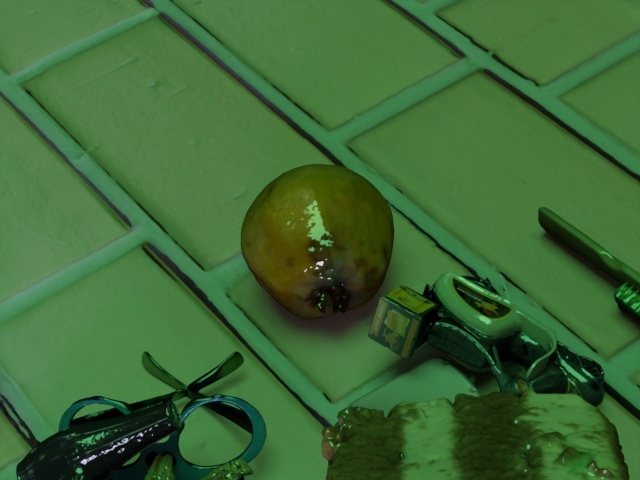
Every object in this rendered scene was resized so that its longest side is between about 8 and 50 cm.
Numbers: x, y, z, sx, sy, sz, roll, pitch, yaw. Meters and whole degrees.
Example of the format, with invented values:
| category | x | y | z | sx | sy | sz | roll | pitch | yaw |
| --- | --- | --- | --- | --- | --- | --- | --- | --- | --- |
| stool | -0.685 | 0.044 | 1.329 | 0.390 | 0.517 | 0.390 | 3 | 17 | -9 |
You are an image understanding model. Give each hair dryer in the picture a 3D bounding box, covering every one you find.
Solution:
| category | x | y | z | sx | sy | sz | roll | pitch | yaw |
| --- | --- | --- | --- | --- | --- | --- | --- | --- | --- |
| hair dryer | -0.238 | 0.278 | 1.619 | 0.195 | 0.075 | 0.219 | -24 | 38 | 13 |

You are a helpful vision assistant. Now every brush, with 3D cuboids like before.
| category | x | y | z | sx | sy | sz | roll | pitch | yaw |
| --- | --- | --- | --- | --- | --- | --- | --- | --- | --- |
| brush | 0.364 | 0.050 | 1.867 | 0.048 | 0.054 | 0.282 | -42 | 51 | -7 |

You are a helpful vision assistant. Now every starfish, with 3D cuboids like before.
| category | x | y | z | sx | sy | sz | roll | pitch | yaw |
| --- | --- | --- | --- | --- | --- | --- | --- | --- | --- |
| starfish | -0.170 | 0.302 | 1.655 | 0.210 | 0.053 | 0.150 | -6 | 60 | 0 |

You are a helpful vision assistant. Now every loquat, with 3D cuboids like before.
| category | x | y | z | sx | sy | sz | roll | pitch | yaw |
| --- | --- | --- | --- | --- | --- | --- | --- | --- | --- |
| loquat | 0.000 | 0.000 | 1.887 | 0.187 | 0.176 | 0.234 | -19 | 39 | 12 |

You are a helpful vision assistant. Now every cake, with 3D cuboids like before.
| category | x | y | z | sx | sy | sz | roll | pitch | yaw |
| --- | --- | --- | --- | --- | --- | --- | --- | --- | --- |
| cake | 0.145 | 0.307 | 1.435 | 0.290 | 0.282 | 0.255 | 0 | 17 | 5 |

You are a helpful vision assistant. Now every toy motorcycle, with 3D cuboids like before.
| category | x | y | z | sx | sy | sz | roll | pitch | yaw |
| --- | --- | --- | --- | --- | --- | --- | --- | --- | --- |
| toy motorcycle | 0.204 | 0.129 | 1.760 | 0.263 | 0.091 | 0.157 | 30 | 34 | 24 |

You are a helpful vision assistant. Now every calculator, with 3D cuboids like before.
| category | x | y | z | sx | sy | sz | roll | pitch | yaw |
| --- | --- | --- | --- | --- | --- | --- | --- | --- | --- |
| calculator | 0.109 | 0.197 | 1.760 | 0.175 | 0.032 | 0.100 | -27 | 48 | -20 |

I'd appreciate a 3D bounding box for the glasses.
| category | x | y | z | sx | sy | sz | roll | pitch | yaw |
| --- | --- | --- | --- | --- | --- | --- | --- | --- | --- |
| glasses | -0.178 | 0.182 | 1.764 | 0.239 | 0.102 | 0.207 | -3 | 44 | 5 |
